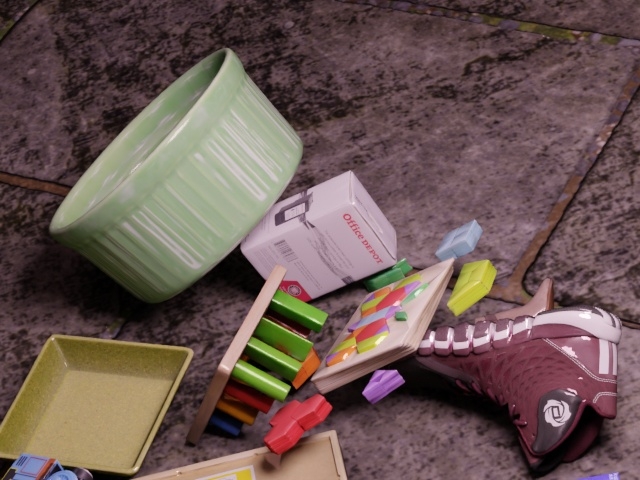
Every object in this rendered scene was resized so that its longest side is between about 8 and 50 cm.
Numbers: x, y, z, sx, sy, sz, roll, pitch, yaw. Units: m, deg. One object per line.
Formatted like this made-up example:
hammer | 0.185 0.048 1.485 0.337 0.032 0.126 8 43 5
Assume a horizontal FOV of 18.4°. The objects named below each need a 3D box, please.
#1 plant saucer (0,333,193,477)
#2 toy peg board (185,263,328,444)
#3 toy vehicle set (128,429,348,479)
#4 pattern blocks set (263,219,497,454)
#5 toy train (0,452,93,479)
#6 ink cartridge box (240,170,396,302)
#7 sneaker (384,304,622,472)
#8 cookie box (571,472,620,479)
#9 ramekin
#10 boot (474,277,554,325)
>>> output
plant saucer | -0.253 0.195 2.233 0.188 0.045 0.188 4 45 21
toy peg board | -0.065 0.141 2.180 0.079 0.160 0.161 28 51 2
toy vehicle set | -0.096 0.300 2.080 0.267 0.035 0.166 -14 42 2
pattern blocks set | 0.068 0.093 2.159 0.285 0.026 0.325 -30 16 23
toy train | -0.314 0.312 2.104 0.105 0.080 0.184 5 47 34
ink cartridge box | 0.000 0.000 2.290 0.150 0.109 0.063 -23 35 21
sneaker | 0.190 0.169 2.095 0.281 0.106 0.162 -14 72 35
cookie box | 0.255 0.286 1.987 0.107 0.040 0.092 -11 43 6
ramekin | -0.162 -0.068 2.323 0.303 0.148 0.303 -42 14 13
boot | 0.216 0.090 2.213 0.087 0.042 0.118 -4 42 15
